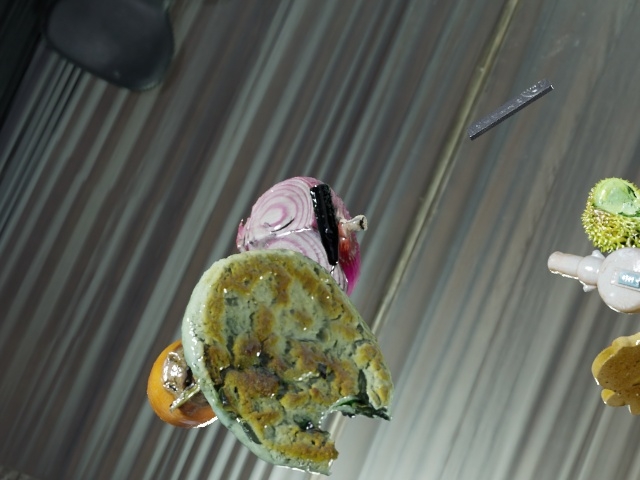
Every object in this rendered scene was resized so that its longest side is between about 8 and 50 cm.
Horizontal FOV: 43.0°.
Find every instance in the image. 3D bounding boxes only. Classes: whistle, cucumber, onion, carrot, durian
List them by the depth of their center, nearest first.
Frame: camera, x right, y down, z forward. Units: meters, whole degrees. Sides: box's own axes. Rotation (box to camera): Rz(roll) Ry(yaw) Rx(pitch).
[{"bbox_3d":[0.467,0.055,1.323,0.057,0.107,0.220,12,-176,-38],"label":"whistle"},{"bbox_3d":[0.013,-0.019,1.436,0.043,0.163,0.039,-13,174,4],"label":"cucumber"},{"bbox_3d":[-0.022,0.006,1.658,0.272,0.256,0.230,4,-149,12],"label":"onion"},{"bbox_3d":[-0.278,0.317,1.796,0.193,0.214,0.331,-17,164,-24],"label":"carrot"},{"bbox_3d":[0.784,-0.044,2.051,0.236,0.200,0.177,29,152,41],"label":"durian"}]

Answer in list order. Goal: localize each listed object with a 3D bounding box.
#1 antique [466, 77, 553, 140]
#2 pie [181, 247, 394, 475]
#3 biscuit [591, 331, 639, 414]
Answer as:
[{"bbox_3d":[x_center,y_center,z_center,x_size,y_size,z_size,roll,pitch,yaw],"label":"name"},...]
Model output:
[{"bbox_3d":[0.385,-0.269,1.662,0.015,0.192,0.031,42,-158,-45],"label":"antique"},{"bbox_3d":[-0.036,0.139,1.018,0.302,0.303,0.067,26,139,-19],"label":"pie"},{"bbox_3d":[0.563,0.235,1.439,0.225,0.166,0.036,36,-149,-32],"label":"biscuit"}]
